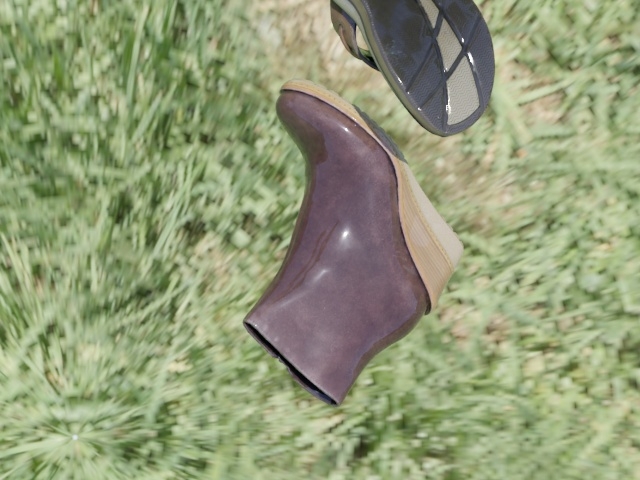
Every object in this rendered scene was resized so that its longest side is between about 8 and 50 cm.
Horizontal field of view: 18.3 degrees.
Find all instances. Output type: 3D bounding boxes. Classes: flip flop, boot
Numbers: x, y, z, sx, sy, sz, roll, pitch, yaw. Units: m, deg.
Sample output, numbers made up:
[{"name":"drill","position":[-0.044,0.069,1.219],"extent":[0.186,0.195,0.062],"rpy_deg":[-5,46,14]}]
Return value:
[{"name":"flip flop","position":[0.046,-0.204,1.715],"extent":[0.112,0.080,0.277],"rpy_deg":[-36,79,-27]},{"name":"boot","position":[0.000,0.000,1.797],"extent":[0.248,0.090,0.207],"rpy_deg":[48,68,-13]}]
